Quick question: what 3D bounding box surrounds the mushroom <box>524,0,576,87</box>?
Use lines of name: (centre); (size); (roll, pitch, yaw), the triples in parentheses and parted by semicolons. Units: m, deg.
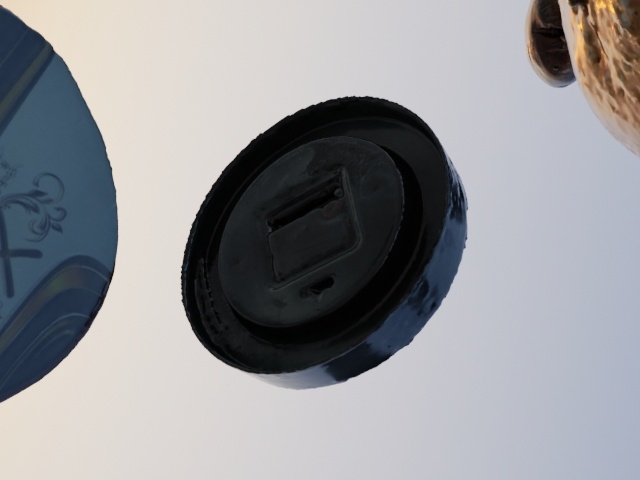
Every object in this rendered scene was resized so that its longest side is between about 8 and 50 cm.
mushroom: (0.293, -0.252, 1.259); (0.170, 0.080, 0.135); (-86, 163, -74)

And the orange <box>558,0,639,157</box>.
orange: (0.376, -0.243, 0.908); (0.424, 0.326, 0.424); (170, -90, -82)

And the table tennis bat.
table tennis bat: (-0.189, -0.062, 0.455); (0.022, 0.173, 0.301); (8, -57, 49)

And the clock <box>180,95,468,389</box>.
clock: (0.000, 0.000, 0.708); (0.215, 0.042, 0.215); (-19, -128, 25)
